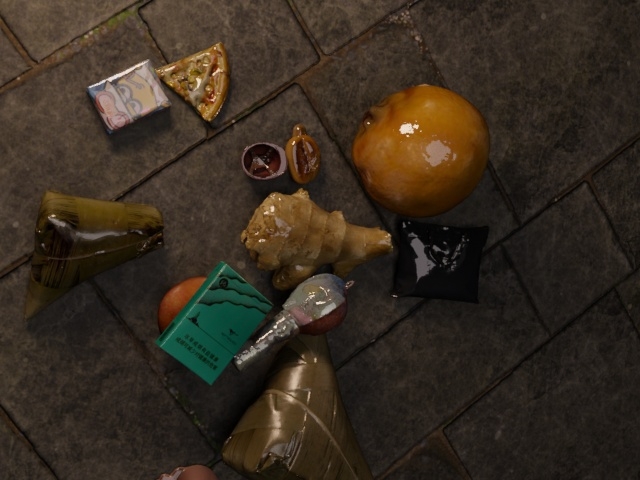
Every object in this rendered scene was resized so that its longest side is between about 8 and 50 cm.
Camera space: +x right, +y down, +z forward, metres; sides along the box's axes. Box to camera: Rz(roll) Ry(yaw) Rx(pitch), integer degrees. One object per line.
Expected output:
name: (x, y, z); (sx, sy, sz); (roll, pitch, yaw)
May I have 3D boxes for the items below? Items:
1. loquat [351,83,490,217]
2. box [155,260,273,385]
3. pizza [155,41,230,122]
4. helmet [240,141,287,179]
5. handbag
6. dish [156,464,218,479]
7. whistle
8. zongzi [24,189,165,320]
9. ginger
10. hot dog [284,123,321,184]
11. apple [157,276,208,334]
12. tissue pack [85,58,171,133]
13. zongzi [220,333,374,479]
loquat: (0.239, -0.212, 1.899); (0.328, 0.328, 0.328); (-3, 98, -19)
box: (-0.228, 0.182, 1.759); (0.161, 0.042, 0.226); (44, 78, -30)
pizza: (-0.288, -0.380, 1.833); (0.176, 0.036, 0.184); (19, 90, -21)
helmet: (-0.138, -0.187, 1.901); (0.111, 0.057, 0.089); (-1, 94, -14)
handbag: (0.313, 0.054, 2.081); (0.254, 0.089, 0.211); (5, 97, -16)
dish: (-0.323, 0.652, 1.928); (0.213, 0.090, 0.213); (-3, 99, -19)
whistle: (-0.059, 0.189, 1.872); (0.346, 0.142, 0.133); (-34, 129, -16)
zongzi: (-0.500, 0.052, 1.780); (0.274, 0.145, 0.300); (6, 112, -26)
ginger: (-0.007, 0.024, 1.924); (0.375, 0.166, 0.236); (23, 81, -16)
hot dog: (-0.046, -0.206, 1.935); (0.090, 0.060, 0.140); (-22, 111, -20)
apple: (-0.276, 0.184, 1.845); (0.201, 0.162, 0.201); (-2, 96, -20)
tissue pack: (-0.423, -0.317, 1.778); (0.155, 0.065, 0.115); (-28, 105, -15)
zongzi: (0.060, 0.457, 2.000); (0.500, 0.218, 0.467); (41, 68, -28)
